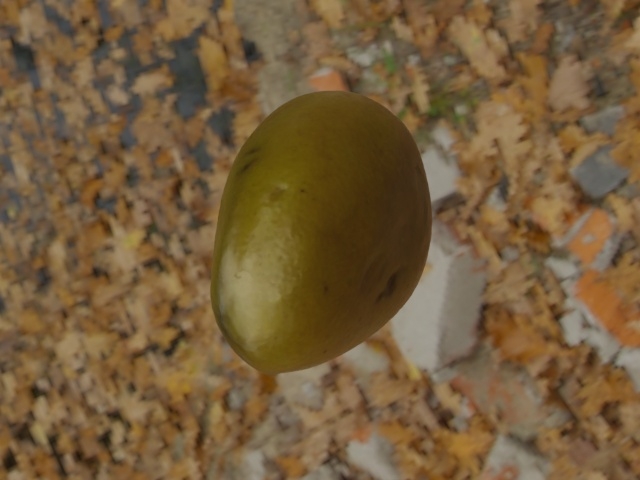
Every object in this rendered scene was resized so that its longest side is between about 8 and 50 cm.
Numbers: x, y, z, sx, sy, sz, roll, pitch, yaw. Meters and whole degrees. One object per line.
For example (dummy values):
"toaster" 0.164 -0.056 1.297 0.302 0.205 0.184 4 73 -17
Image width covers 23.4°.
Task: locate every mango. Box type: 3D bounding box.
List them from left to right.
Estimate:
"mango" 0.000 0.000 0.803 0.098 0.195 0.137 0 122 16
